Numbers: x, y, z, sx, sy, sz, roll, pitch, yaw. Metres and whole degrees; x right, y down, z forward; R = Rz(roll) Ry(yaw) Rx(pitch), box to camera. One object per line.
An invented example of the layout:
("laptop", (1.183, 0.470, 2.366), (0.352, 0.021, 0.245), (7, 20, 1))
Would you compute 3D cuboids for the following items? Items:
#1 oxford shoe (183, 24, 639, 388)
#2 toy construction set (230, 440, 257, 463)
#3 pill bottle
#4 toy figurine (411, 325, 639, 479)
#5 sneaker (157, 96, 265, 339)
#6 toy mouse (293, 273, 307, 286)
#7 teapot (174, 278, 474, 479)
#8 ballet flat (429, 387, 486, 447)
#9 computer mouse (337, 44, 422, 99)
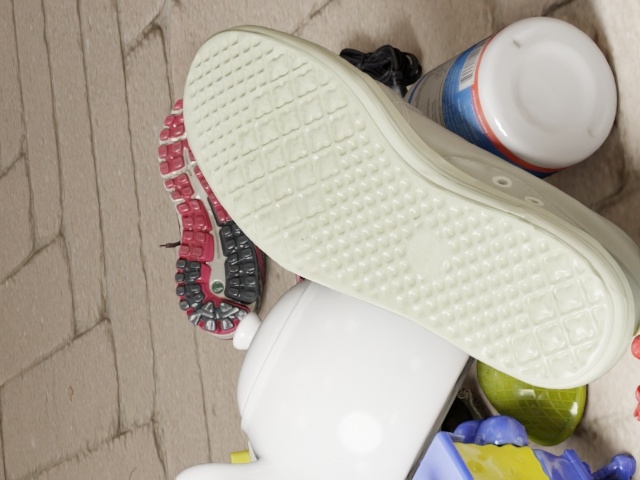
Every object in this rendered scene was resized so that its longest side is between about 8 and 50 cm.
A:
("oxford shoe", (0.070, -0.028, 1.529), (0.449, 0.130, 0.169), (32, 113, 28))
("toy construction set", (-0.031, 0.369, 1.979), (0.215, 0.151, 0.327), (99, 177, -68))
("pill bottle", (0.138, -0.097, 1.618), (0.221, 0.124, 0.124), (155, 111, -65))
("toy figurine", (0.151, 0.161, 1.499), (0.362, 0.217, 0.191), (-118, 35, -43))
("sneaker", (-0.120, -0.035, 2.222), (0.112, 0.121, 0.299), (58, -148, -76))
("toy mouse", (0.000, 0.000, 2.047), (0.143, 0.031, 0.161), (-138, 50, -58))
("teapot", (0.017, 0.109, 1.632), (0.252, 0.187, 0.256), (-65, -8, 19))
("ballet flat", (0.139, 0.203, 1.702), (0.250, 0.084, 0.058), (-113, 23, -49))
("computer mouse", (0.055, -0.062, 1.895), (0.184, 0.060, 0.262), (172, 104, -67))
